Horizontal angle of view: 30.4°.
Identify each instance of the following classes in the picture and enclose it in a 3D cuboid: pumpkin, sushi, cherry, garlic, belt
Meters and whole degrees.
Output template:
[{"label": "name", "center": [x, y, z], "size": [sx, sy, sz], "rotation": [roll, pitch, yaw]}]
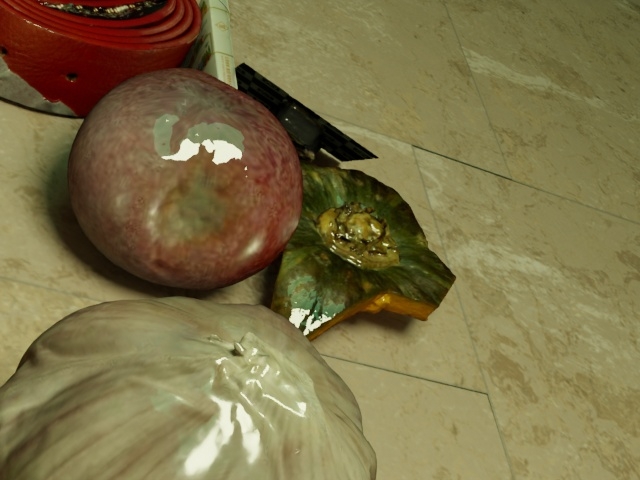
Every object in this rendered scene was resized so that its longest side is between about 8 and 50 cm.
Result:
[{"label": "pumpkin", "center": [0.023, 0.014, 1.312], "size": [0.258, 0.095, 0.290], "rotation": [7, 42, -30]}, {"label": "sushi", "center": [-0.044, -0.129, 1.399], "size": [0.192, 0.050, 0.215], "rotation": [34, -4, -10]}, {"label": "cherry", "center": [-0.138, -0.064, 1.183], "size": [0.239, 0.206, 0.239], "rotation": [10, 13, -2]}, {"label": "garlic", "center": [-0.100, 0.174, 0.887], "size": [0.317, 0.259, 0.317], "rotation": [27, 33, -19]}, {"label": "belt", "center": [-0.293, -0.253, 1.327], "size": [0.323, 0.115, 0.227], "rotation": [-4, 50, -45]}]

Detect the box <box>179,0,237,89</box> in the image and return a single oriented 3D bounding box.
[{"label": "box", "center": [-0.135, -0.189, 1.381], "size": [0.032, 0.122, 0.220], "rotation": [12, 42, -22]}]
